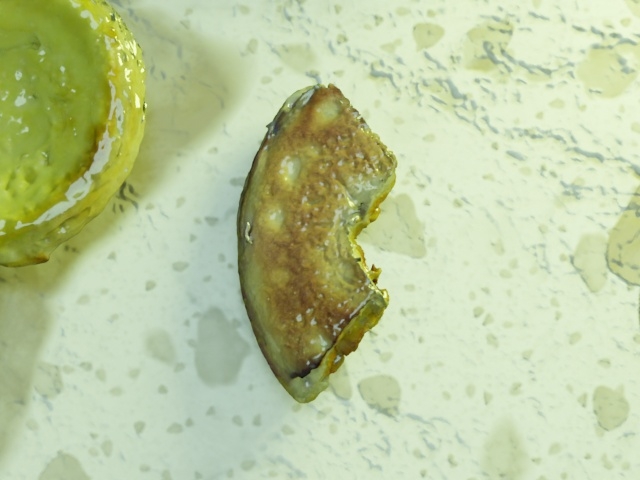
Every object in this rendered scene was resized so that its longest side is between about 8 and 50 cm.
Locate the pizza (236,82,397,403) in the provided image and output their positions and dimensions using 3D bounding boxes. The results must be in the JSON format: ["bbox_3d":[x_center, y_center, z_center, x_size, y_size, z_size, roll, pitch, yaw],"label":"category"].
[{"bbox_3d":[0.000,0.000,1.628,0.161,0.085,0.306,-1,76,20],"label":"pizza"}]

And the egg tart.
[{"bbox_3d":[-0.309,-0.121,1.622,0.314,0.120,0.315,0,81,-2],"label":"egg tart"}]
